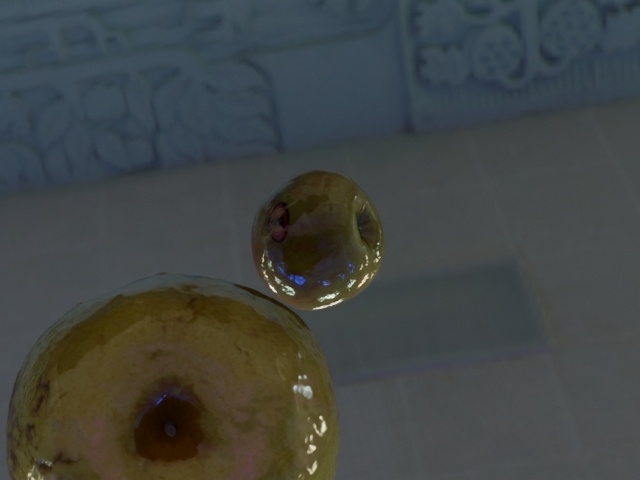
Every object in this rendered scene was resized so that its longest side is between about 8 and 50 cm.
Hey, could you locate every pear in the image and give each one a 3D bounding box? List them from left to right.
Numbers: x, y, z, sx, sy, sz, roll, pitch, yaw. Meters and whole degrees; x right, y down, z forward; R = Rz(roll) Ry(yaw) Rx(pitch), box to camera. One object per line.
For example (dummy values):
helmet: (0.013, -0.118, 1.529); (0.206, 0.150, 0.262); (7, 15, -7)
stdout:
pear: (-0.072, 0.097, 0.770); (0.178, 0.178, 0.178); (-6, -144, 5)

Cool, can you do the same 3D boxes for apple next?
apple: (0.000, 0.000, 0.908); (0.071, 0.084, 0.084); (-14, -152, 37)
